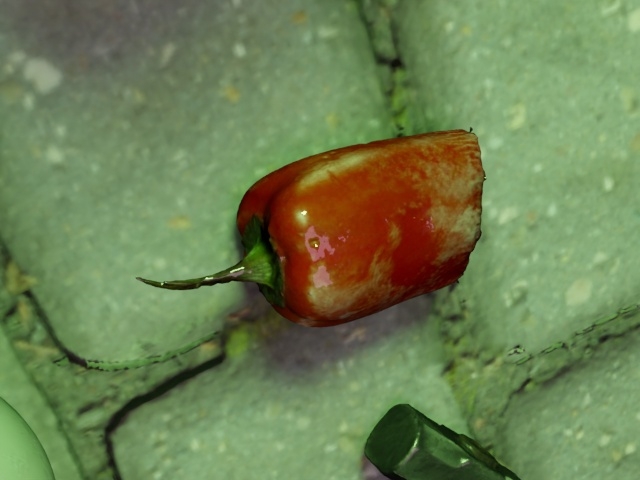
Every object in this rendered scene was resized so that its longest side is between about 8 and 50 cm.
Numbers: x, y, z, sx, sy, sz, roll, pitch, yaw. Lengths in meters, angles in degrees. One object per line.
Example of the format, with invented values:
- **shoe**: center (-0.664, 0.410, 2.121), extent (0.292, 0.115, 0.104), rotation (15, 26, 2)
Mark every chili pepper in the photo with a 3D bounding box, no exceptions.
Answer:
- **chili pepper**: center (0.000, 0.000, 0.576), extent (0.192, 0.084, 0.086), rotation (-14, 83, -20)

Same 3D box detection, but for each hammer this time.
- **hammer**: center (-0.021, 0.264, 0.701), extent (0.111, 0.043, 0.365), rotation (37, 95, -31)

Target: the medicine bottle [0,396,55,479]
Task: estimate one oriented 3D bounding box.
- **medicine bottle**: center (-0.215, 0.228, 0.483), extent (0.241, 0.241, 0.302), rotation (-12, 115, -19)
